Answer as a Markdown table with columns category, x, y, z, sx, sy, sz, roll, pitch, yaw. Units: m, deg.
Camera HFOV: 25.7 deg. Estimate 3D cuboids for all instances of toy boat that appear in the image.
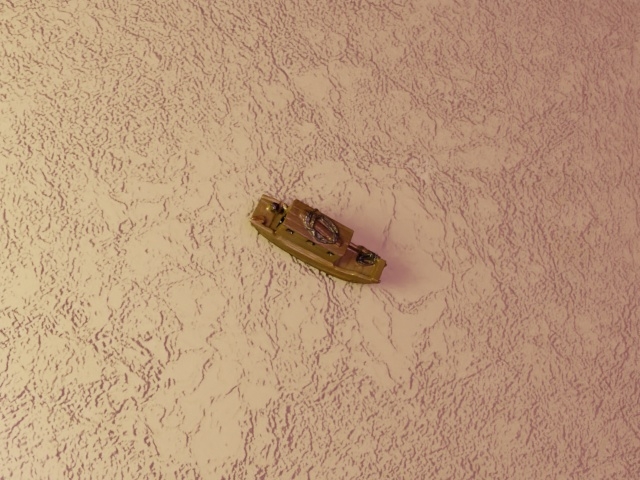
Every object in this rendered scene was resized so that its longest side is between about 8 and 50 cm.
| category | x | y | z | sx | sy | sz | roll | pitch | yaw |
| --- | --- | --- | --- | --- | --- | --- | --- | --- | --- |
| toy boat | 0.000 | 0.000 | 1.910 | 0.200 | 0.077 | 0.057 | 30 | 61 | -12 |
